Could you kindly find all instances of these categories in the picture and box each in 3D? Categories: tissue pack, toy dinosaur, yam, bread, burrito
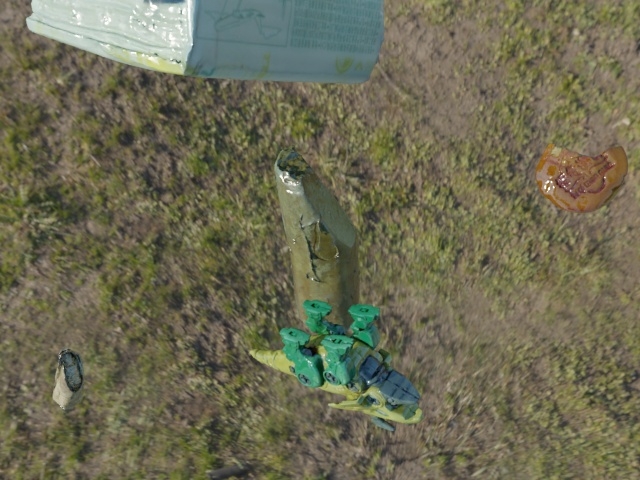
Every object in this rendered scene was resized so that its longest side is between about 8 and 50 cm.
[{"bbox_3d":[-0.131,-0.299,0.951,0.287,0.388,0.162,22,111,30],"label":"tissue pack"},{"bbox_3d":[0.002,0.141,0.892,0.259,0.153,0.094,12,42,34],"label":"toy dinosaur"},{"bbox_3d":[0.000,0.000,0.989,0.106,0.259,0.106,-3,37,3],"label":"yam"},{"bbox_3d":[0.471,-0.108,1.333,0.156,0.086,0.125,7,85,25],"label":"bread"},{"bbox_3d":[-0.382,0.217,1.122,0.041,0.149,0.055,-34,75,-36],"label":"burrito"}]
